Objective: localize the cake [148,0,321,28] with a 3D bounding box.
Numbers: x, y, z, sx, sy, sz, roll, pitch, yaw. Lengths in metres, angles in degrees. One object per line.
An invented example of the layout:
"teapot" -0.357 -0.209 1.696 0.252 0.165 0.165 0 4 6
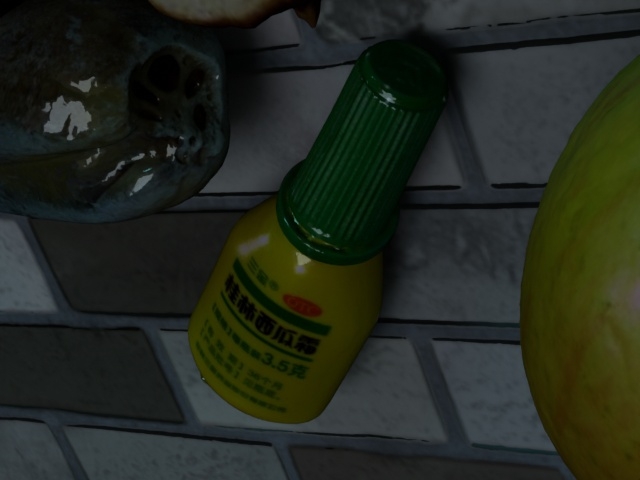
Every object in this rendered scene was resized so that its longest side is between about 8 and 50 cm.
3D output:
"cake" -0.038 -0.243 0.698 0.196 0.198 0.293 -6 123 33

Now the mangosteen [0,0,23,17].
"mangosteen" -0.223 -0.218 0.812 0.243 0.243 0.243 19 132 23

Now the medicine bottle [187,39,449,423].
"medicine bottle" 0.000 0.000 0.942 0.111 0.076 0.309 34 135 7

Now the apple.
"apple" 0.223 0.031 0.661 0.286 0.286 0.233 35 136 8

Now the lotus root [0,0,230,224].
"lotus root" -0.193 -0.094 0.968 0.322 0.140 0.158 5 150 38
